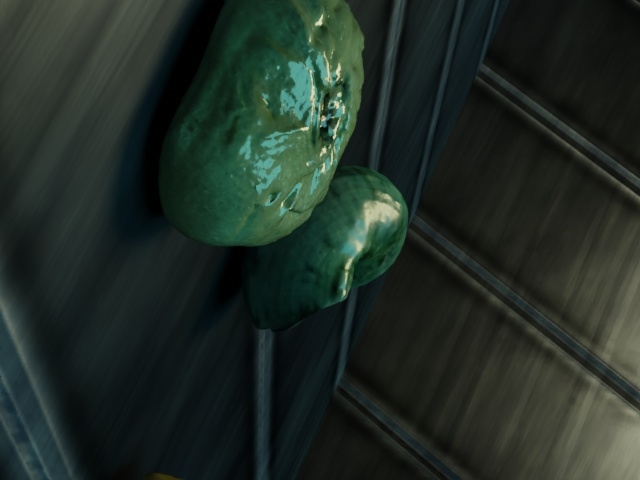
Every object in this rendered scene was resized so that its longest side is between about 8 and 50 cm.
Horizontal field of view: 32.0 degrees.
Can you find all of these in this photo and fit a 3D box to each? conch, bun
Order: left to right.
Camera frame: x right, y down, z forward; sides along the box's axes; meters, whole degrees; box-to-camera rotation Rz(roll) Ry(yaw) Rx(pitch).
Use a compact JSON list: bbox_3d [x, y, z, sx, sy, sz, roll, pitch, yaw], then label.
[{"bbox_3d":[-0.035,-0.090,0.846,0.221,0.108,0.221,23,90,-81],"label":"bun"},{"bbox_3d":[-0.001,-0.002,1.181,0.196,0.134,0.202,-27,180,7],"label":"conch"}]

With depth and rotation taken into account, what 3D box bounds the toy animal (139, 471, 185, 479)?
[{"bbox_3d":[-0.138,0.320,1.085,0.281,0.195,0.169,97,-21,-69],"label":"toy animal"}]
